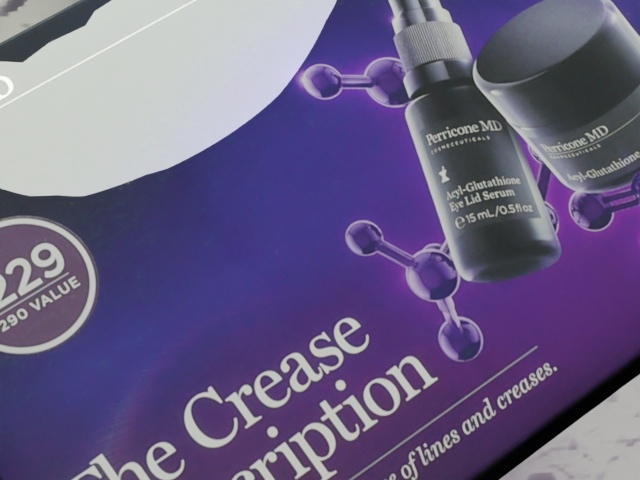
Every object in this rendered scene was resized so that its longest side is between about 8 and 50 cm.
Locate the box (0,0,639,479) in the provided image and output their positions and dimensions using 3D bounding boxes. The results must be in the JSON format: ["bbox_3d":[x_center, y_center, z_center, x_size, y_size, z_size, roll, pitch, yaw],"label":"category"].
[{"bbox_3d":[0.000,0.000,0.495,0.261,0.103,0.184,-33,75,-21],"label":"box"}]
